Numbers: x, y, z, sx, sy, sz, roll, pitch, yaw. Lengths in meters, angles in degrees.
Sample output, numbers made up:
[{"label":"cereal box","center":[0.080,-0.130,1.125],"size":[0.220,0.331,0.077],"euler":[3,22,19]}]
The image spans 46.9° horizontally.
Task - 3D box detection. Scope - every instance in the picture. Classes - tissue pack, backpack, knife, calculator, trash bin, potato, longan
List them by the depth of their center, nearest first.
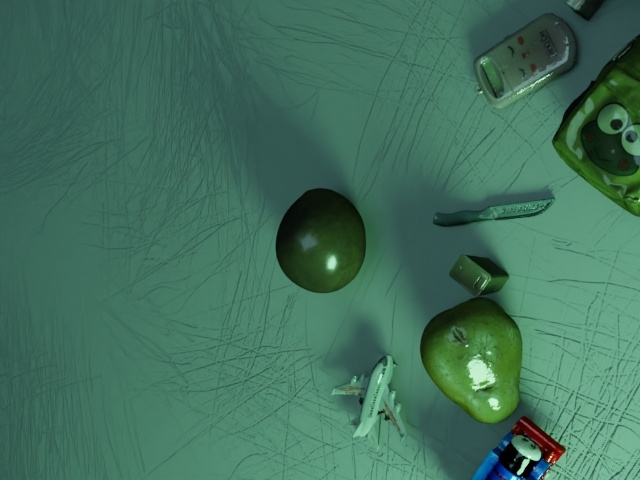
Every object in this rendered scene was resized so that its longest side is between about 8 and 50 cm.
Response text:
[{"label":"backpack","center":[0.459,-0.169,1.002],"size":[0.207,0.140,0.253],"euler":[49,119,29]},{"label":"tissue pack","center":[0.408,-0.375,1.098],"size":[0.035,0.063,0.083],"euler":[45,114,24]},{"label":"potato","center":[0.244,0.188,1.141],"size":[0.157,0.157,0.194],"euler":[-24,86,32]},{"label":"trash bin","center":[0.254,0.056,1.169],"size":[0.061,0.092,0.043],"euler":[41,110,29]},{"label":"calculator","center":[0.321,-0.282,1.173],"size":[0.175,0.032,0.100],"euler":[-30,72,31]},{"label":"knife","center":[0.278,-0.044,1.204],"size":[0.210,0.015,0.028],"euler":[-6,79,34]},{"label":"longan","center":[0.000,0.000,1.317],"size":[0.167,0.167,0.187],"euler":[-9,62,35]}]

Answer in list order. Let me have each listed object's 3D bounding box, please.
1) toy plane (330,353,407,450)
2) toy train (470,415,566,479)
[{"label":"toy plane","center":[0.095,0.275,1.289],"size":[0.162,0.065,0.171],"euler":[28,102,33]},{"label":"toy train","center":[0.273,0.377,1.119],"size":[0.083,0.131,0.204],"euler":[38,109,31]}]
